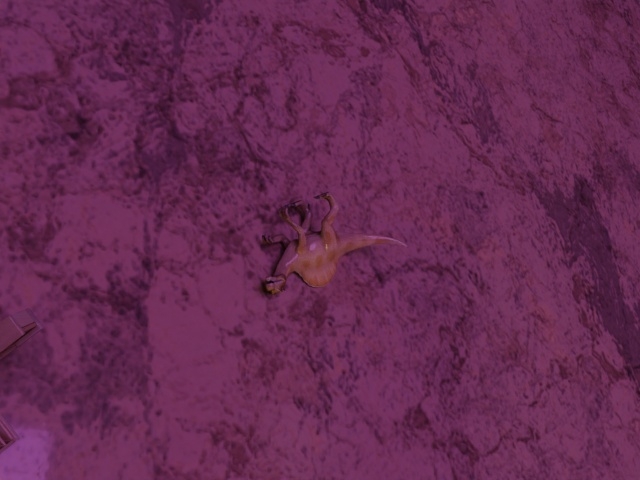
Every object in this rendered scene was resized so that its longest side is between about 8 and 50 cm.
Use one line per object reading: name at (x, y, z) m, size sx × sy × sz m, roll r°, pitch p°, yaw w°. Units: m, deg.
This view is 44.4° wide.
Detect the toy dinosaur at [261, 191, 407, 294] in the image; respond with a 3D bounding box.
toy dinosaur at (0.000, 0.000, 0.817) m, size 0.183 × 0.053 × 0.093 m, roll -21°, pitch 96°, yaw -35°

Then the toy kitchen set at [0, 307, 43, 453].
toy kitchen set at (-0.222, 0.100, 0.570) m, size 0.075 × 0.083 × 0.068 m, roll 53°, pitch 5°, yaw -3°
